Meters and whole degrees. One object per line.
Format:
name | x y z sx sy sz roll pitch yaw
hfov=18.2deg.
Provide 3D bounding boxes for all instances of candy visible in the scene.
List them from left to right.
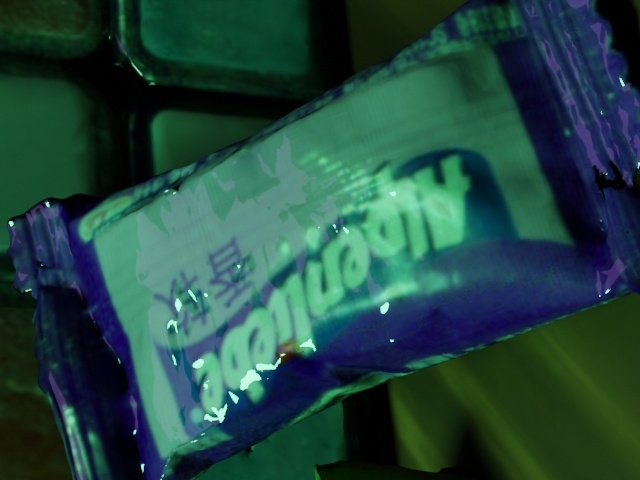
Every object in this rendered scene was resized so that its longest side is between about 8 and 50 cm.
candy | 0.000 0.000 0.753 0.275 0.070 0.145 -25 64 20

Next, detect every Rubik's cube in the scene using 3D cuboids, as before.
Rubik's cube | -0.202 0.035 0.989 0.362 0.359 0.363 132 136 -58

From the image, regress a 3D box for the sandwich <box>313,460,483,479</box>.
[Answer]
sandwich | 0.023 0.154 0.797 0.074 0.074 0.116 -114 36 -49
